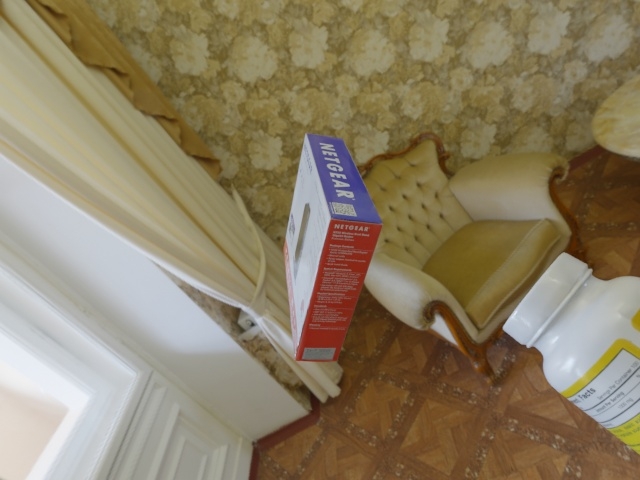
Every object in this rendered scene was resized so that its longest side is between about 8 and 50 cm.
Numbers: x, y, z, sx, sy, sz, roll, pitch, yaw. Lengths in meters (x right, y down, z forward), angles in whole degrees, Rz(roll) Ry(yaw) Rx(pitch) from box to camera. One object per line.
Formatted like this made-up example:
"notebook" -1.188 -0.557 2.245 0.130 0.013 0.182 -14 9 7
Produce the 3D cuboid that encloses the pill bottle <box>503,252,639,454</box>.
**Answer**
"pill bottle" 0.421 0.167 0.511 0.188 0.188 0.334 -43 61 -13

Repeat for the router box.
"router box" 0.000 0.000 0.775 0.082 0.301 0.336 5 33 -13
